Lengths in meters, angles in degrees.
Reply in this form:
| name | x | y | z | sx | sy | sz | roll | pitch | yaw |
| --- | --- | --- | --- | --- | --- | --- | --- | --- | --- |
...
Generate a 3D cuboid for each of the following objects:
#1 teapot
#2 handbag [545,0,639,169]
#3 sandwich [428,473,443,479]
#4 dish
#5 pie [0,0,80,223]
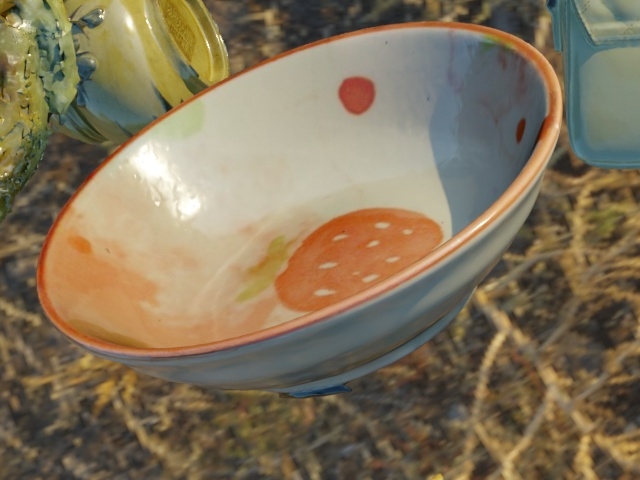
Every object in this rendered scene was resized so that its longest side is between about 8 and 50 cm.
| name | x | y | z | sx | sy | sz | roll | pitch | yaw |
| --- | --- | --- | --- | --- | --- | --- | --- | --- | --- |
| teapot | -0.195 | -0.161 | 1.598 | 0.182 | 0.173 | 0.269 | -25 | 124 | 20 |
| handbag | 0.283 | -0.160 | 1.238 | 0.256 | 0.079 | 0.219 | 0 | 109 | 18 |
| sandwich | 0.075 | 0.285 | 1.638 | 0.058 | 0.193 | 0.162 | 31 | 77 | 30 |
| dish | 0.000 | 0.000 | 0.854 | 0.260 | 0.260 | 0.085 | -6 | 125 | 30 |
| pie | -0.308 | -0.098 | 1.061 | 0.355 | 0.288 | 0.103 | -49 | 31 | -2 |
